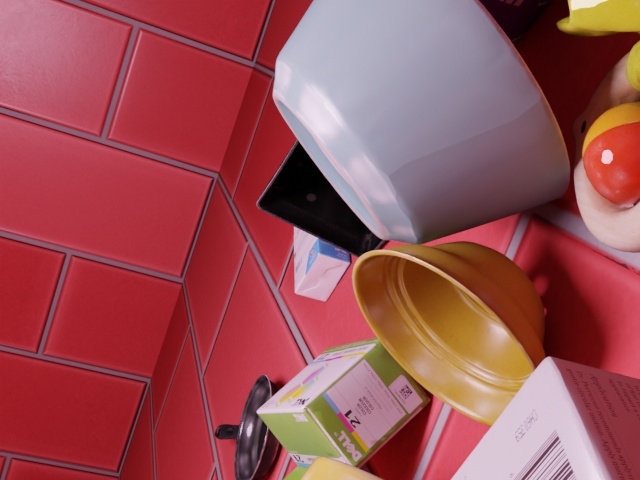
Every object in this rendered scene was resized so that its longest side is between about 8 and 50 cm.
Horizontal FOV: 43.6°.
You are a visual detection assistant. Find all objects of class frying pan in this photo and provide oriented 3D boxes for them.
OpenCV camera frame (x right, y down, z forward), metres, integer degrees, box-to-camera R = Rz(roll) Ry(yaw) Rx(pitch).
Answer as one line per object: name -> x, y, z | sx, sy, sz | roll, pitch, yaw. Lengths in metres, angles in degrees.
frying pan -> -0.134, 0.373, 1.458 | 0.326, 0.053, 0.197 | 122, 157, -47

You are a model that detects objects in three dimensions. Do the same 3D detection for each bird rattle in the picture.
bird rattle -> 0.263, -0.075, 0.598 | 0.207, 0.143, 0.253 | 113, 152, -59

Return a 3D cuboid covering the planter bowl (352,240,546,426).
planter bowl -> 0.139, 0.067, 0.746 | 0.090, 0.217, 0.217 | -43, 5, -24

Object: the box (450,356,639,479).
box -> 0.178, 0.207, 0.525 | 0.181, 0.119, 0.181 | -99, 30, -54

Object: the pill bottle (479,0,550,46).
pill bottle -> 0.198, -0.340, 0.855 | 0.323, 0.182, 0.181 | 125, 155, -47

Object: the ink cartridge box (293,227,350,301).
ink cartridge box -> 0.000, 0.000, 1.363 | 0.180, 0.060, 0.104 | -93, 25, -46

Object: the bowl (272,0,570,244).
bowl -> 0.071, -0.117, 0.763 | 0.163, 0.311, 0.311 | -38, 20, -2

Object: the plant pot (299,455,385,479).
plant pot -> 0.018, 0.344, 0.734 | 0.239, 0.254, 0.254 | -62, 13, -20

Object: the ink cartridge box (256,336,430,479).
ink cartridge box -> -0.023, 0.234, 0.939 | 0.255, 0.097, 0.189 | -37, 3, -24

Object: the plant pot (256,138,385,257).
plant pot -> 0.045, -0.115, 1.160 | 0.187, 0.188, 0.166 | -51, 15, 52
